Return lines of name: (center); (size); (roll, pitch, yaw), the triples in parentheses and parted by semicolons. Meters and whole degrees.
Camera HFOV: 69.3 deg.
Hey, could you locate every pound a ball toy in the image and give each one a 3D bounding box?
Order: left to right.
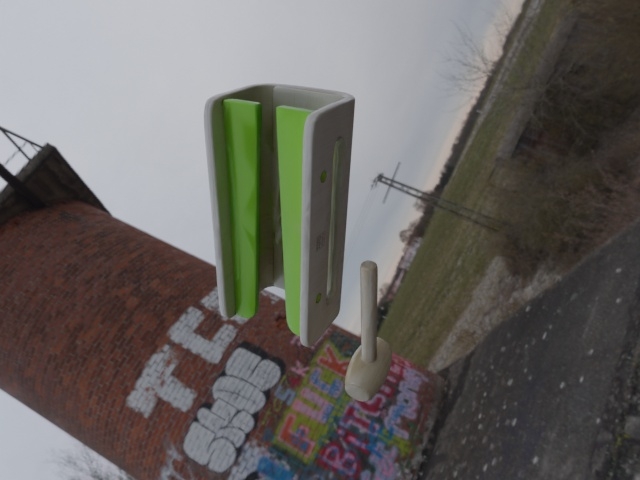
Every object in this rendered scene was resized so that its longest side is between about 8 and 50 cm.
pound a ball toy: (0.000, 0.000, 0.530); (0.136, 0.208, 0.318); (-44, -38, -52)
